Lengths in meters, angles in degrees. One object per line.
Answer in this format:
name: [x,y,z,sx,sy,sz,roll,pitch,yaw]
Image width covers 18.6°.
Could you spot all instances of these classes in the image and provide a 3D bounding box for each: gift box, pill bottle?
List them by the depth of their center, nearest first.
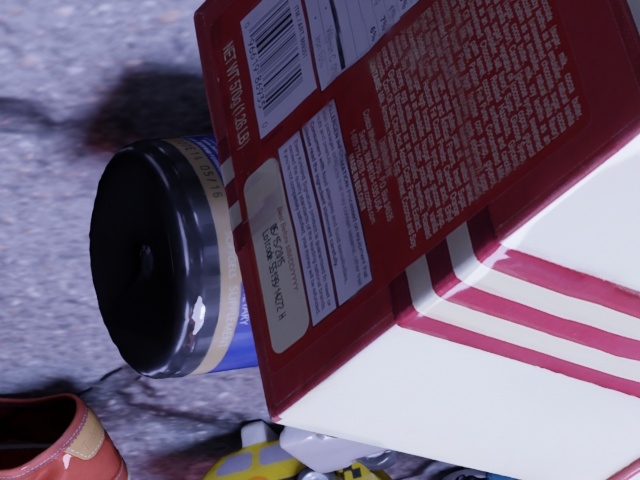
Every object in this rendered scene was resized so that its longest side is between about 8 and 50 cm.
gift box: [0.110,-0.040,0.840,0.258,0.255,0.276,16,142,-35]
pill bottle: [0.000,0.000,1.029,0.219,0.123,0.123,-7,159,-30]

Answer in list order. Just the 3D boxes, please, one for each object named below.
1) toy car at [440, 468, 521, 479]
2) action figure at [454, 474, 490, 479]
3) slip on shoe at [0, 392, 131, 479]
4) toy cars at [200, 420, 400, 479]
toy car: [0.188,0.232,1.594,0.182,0.159,0.136,13,115,-34]
action figure: [0.222,0.231,1.464,0.276,0.164,0.141,31,167,-16]
slip on shoe: [-0.300,0.157,1.372,0.331,0.123,0.101,-3,124,7]
toy cars: [0.014,0.139,1.406,0.176,0.087,0.394,5,151,-31]
